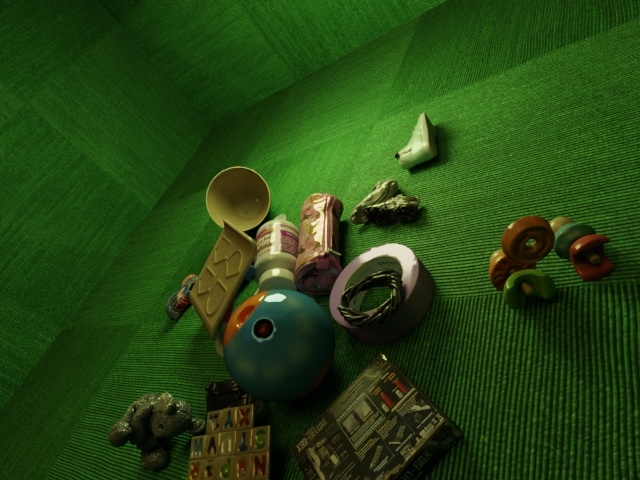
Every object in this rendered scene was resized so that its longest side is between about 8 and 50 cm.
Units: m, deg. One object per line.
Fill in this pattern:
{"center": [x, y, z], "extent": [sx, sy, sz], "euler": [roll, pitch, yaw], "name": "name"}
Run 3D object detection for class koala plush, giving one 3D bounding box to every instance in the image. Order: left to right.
{"center": [-0.467, 0.537, 1.365], "extent": [0.221, 0.196, 0.203], "euler": [-29, 24, 29], "name": "koala plush"}

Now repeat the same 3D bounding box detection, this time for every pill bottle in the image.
{"center": [-0.146, 0.073, 1.581], "extent": [0.169, 0.169, 0.301], "euler": [-32, 32, 17], "name": "pill bottle"}

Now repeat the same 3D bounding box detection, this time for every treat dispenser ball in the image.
{"center": [-0.105, 0.268, 1.180], "extent": [0.288, 0.288, 0.288], "euler": [-29, 34, 22], "name": "treat dispenser ball"}

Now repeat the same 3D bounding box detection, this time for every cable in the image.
{"center": [0.123, 0.153, 1.137], "extent": [0.185, 0.047, 0.150], "euler": [-23, 41, 25], "name": "cable"}

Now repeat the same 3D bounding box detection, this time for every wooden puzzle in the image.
{"center": [-0.326, 0.125, 1.567], "extent": [0.322, 0.081, 0.347], "euler": [29, 97, 58], "name": "wooden puzzle"}

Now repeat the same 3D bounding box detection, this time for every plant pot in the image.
{"center": [-0.351, -0.176, 2.069], "extent": [0.284, 0.284, 0.191], "euler": [-41, -4, 2], "name": "plant pot"}

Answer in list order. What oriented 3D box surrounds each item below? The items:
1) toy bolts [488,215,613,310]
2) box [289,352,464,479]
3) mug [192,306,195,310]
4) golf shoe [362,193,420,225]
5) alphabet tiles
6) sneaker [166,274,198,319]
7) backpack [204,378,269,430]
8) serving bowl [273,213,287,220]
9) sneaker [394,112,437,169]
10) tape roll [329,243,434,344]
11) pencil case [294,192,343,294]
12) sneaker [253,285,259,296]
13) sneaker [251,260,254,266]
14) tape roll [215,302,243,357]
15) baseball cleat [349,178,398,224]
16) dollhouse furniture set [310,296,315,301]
{"center": [0.465, 0.004, 0.968], "extent": [0.229, 0.218, 0.158], "euler": [-18, 29, 5], "name": "toy bolts"}
{"center": [0.103, 0.423, 0.958], "extent": [0.307, 0.076, 0.242], "euler": [-46, 31, -5], "name": "box"}
{"center": [-0.398, 0.239, 1.732], "extent": [0.158, 0.097, 0.129], "euler": [0, 50, 48], "name": "mug"}
{"center": [0.232, -0.102, 1.473], "extent": [0.198, 0.077, 0.094], "euler": [1, 41, 41], "name": "golf shoe"}
{"center": [-0.229, 0.584, 1.102], "extent": [0.285, 0.011, 0.342], "euler": [-21, 55, 30], "name": "alphabet tiles"}
{"center": [-0.579, 0.241, 1.956], "extent": [0.087, 0.083, 0.221], "euler": [3, 56, 40], "name": "sneaker"}
{"center": [-0.231, 0.450, 1.262], "extent": [0.182, 0.115, 0.151], "euler": [-33, 51, 27], "name": "backpack"}
{"center": [-0.172, -0.070, 1.923], "extent": [0.083, 0.027, 0.083], "euler": [-29, 33, 21], "name": "serving bowl"}
{"center": [0.333, -0.357, 1.641], "extent": [0.151, 0.094, 0.255], "euler": [-25, 34, 32], "name": "sneaker"}
{"center": [0.161, 0.140, 1.230], "extent": [0.275, 0.090, 0.274], "euler": [-29, 33, 21], "name": "tape roll"}
{"center": [0.000, 0.000, 1.517], "extent": [0.167, 0.160, 0.386], "euler": [-21, 36, 18], "name": "pencil case"}
{"center": [-0.188, 0.173, 1.634], "extent": [0.065, 0.061, 0.157], "euler": [0, 46, 13], "name": "sneaker"}
{"center": [-0.284, 0.097, 1.775], "extent": [0.121, 0.079, 0.216], "euler": [-11, 33, 41], "name": "sneaker"}
{"center": [-0.241, 0.302, 1.501], "extent": [0.219, 0.072, 0.219], "euler": [-29, 35, 22], "name": "tape roll"}
{"center": [0.182, -0.134, 1.580], "extent": [0.206, 0.072, 0.109], "euler": [-38, 15, 3], "name": "baseball cleat"}
{"center": [-0.083, 0.206, 1.430], "extent": [0.114, 0.081, 0.091], "euler": [-49, 32, -10], "name": "dollhouse furniture set"}
